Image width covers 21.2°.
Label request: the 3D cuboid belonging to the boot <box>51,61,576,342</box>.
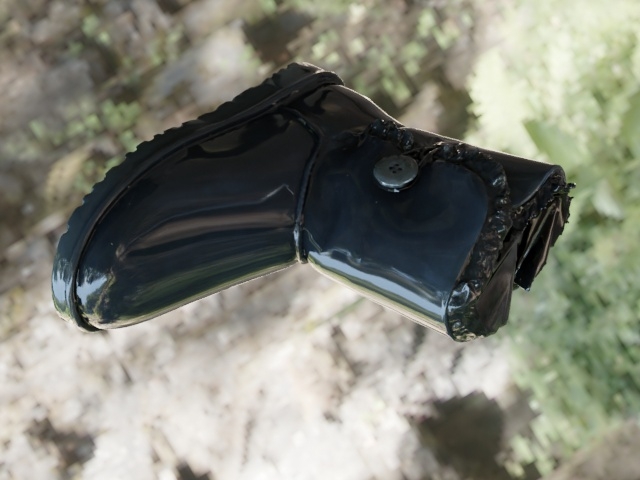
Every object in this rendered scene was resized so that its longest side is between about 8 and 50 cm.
[{"bbox_3d":[0.000,0.000,0.961,0.207,0.246,0.094,27,139,33],"label":"boot"}]
